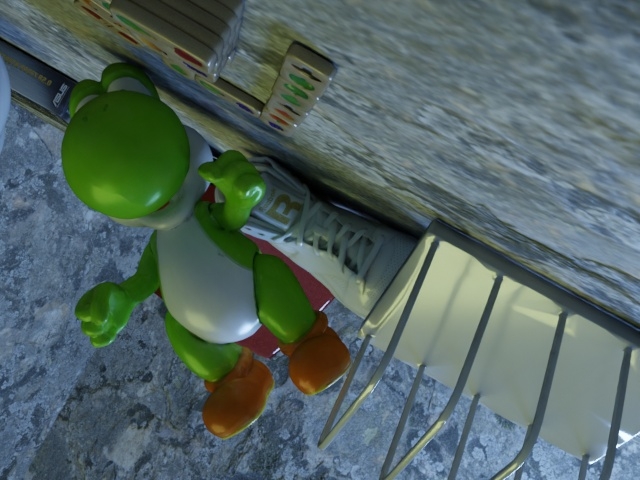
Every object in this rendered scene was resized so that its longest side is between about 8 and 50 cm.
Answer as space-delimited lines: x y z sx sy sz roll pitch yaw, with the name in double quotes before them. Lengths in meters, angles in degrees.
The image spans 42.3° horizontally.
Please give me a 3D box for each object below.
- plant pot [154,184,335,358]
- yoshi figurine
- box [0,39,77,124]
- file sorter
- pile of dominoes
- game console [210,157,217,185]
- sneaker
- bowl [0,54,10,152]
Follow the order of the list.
"plant pot" -0.132 0.047 1.430 0.267 0.236 0.267 31 175 -32
"yoshi figurine" -0.128 0.005 0.762 0.203 0.203 0.362 -21 102 56
"box" -0.450 -0.243 1.280 0.183 0.056 0.231 30 175 -6
"file sorter" 0.160 0.156 0.742 0.277 0.173 0.193 29 140 1
"pile of dominoes" -0.097 -0.122 0.535 0.196 0.040 0.251 29 175 -6
"game console" -0.161 -0.123 1.117 0.122 0.071 0.107 25 144 37
"sneaker" 0.000 0.000 0.888 0.292 0.108 0.169 26 178 43
"bowl" -0.486 -0.212 0.977 0.297 0.134 0.298 32 -141 -31
